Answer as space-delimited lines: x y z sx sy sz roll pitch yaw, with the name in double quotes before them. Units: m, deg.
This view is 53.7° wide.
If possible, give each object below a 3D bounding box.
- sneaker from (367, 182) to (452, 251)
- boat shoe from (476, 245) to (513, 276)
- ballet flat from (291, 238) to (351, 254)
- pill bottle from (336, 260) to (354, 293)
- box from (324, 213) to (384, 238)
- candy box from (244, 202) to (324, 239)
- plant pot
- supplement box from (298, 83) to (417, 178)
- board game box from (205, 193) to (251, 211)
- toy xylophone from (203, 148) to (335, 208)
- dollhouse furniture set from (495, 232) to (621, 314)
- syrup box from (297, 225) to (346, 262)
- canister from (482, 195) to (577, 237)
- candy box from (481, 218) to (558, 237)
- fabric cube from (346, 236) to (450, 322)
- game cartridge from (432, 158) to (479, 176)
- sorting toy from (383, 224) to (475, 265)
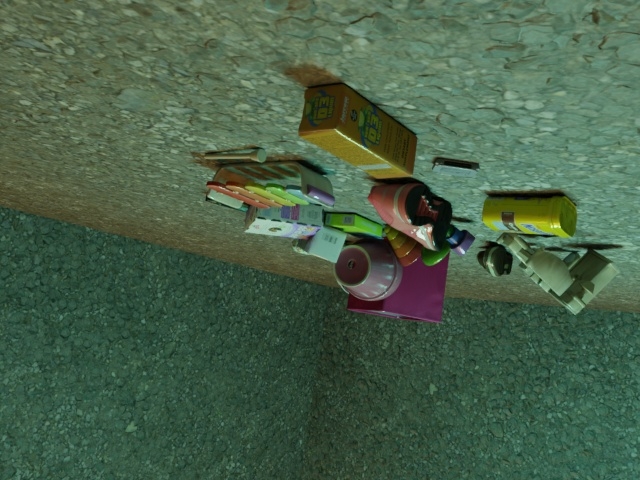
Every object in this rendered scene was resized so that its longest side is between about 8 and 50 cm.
"sneaker" 0.216 -0.068 1.509 0.136 0.116 0.314 16 170 33
"boat shoe" 0.546 0.069 2.038 0.095 0.095 0.257 11 174 28
"ballet flat" 0.012 0.014 2.344 0.241 0.091 0.077 9 142 -27
"pill bottle" 0.185 0.133 2.532 0.181 0.181 0.323 13 171 -24
"box" 0.108 -0.043 1.917 0.109 0.042 0.178 4 171 36
"candy box" -0.107 -0.062 1.822 0.196 0.070 0.165 7 165 -17
"plant pot" 0.134 0.086 1.971 0.201 0.201 0.180 4 177 28
"supplement box" 0.066 -0.168 1.016 0.080 0.078 0.233 2 170 40
"board game box" -0.232 -0.110 1.888 0.186 0.026 0.126 15 169 -36
"toy xylophone" -0.134 -0.132 1.451 0.322 0.081 0.236 0 167 45
"dollhouse furniture set" 0.617 0.013 1.724 0.355 0.174 0.303 41 -173 -19
"syrup box" 0.000 0.000 1.972 0.093 0.096 0.237 20 -178 -11
"canister" 0.455 -0.054 1.382 0.170 0.073 0.126 4 170 38
"candy box" 0.512 -0.041 1.557 0.206 0.027 0.105 12 169 -21
"fabric cube" 0.272 0.142 2.249 0.254 0.258 0.259 12 171 -26
"game cartridge" 0.259 -0.139 1.216 0.083 0.017 0.056 9 168 1
"sorting toy" 0.290 -0.012 1.822 0.126 0.127 0.365 37 165 -16
